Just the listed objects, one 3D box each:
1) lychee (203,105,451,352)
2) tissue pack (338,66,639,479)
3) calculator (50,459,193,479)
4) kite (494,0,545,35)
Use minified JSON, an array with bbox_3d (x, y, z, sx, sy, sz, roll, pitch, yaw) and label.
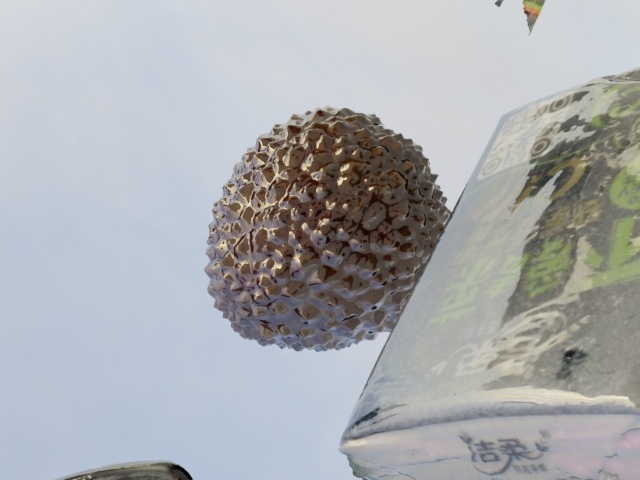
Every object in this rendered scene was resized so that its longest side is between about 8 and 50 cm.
[{"bbox_3d":[0.000,0.000,1.484,0.267,0.267,0.267,32,-145,-26],"label":"lychee"},{"bbox_3d":[0.207,0.026,1.120,0.124,0.288,0.394,49,-131,-24],"label":"tissue pack"},{"bbox_3d":[-0.214,0.306,1.347,0.040,0.268,0.177,19,-126,-68],"label":"calculator"},{"bbox_3d":[0.196,-0.252,1.331,0.004,0.090,0.122,17,-134,-44],"label":"kite"}]
